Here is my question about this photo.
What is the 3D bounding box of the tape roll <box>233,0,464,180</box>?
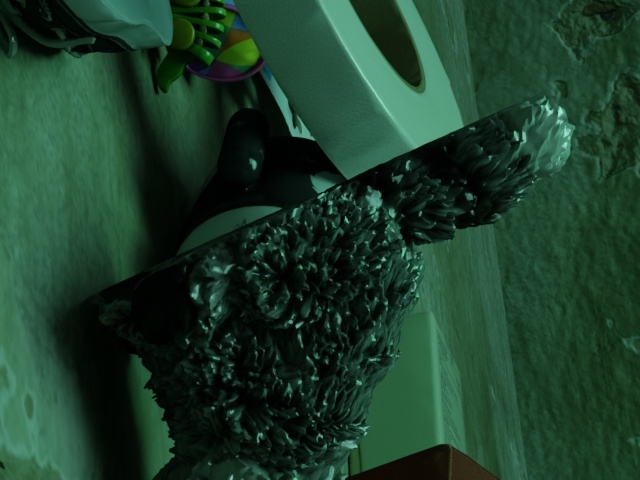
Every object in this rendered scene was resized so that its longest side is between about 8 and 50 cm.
[{"bbox_3d":[0.015,-0.209,1.762,0.392,0.072,0.392,54,18,-26],"label":"tape roll"}]

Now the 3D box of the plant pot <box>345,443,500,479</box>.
[{"bbox_3d":[0.092,0.352,1.821,0.236,0.267,0.267,60,20,-26],"label":"plant pot"}]

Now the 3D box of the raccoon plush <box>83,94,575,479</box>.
[{"bbox_3d":[0.040,0.109,1.435,0.216,0.446,0.299,-121,-174,-88],"label":"raccoon plush"}]

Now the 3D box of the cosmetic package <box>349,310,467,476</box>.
[{"bbox_3d":[0.104,0.257,2.240,0.160,0.113,0.309,63,20,-53],"label":"cosmetic package"}]

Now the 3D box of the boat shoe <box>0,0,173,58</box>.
[{"bbox_3d":[-0.186,-0.186,1.358,0.306,0.105,0.113,1,74,-84],"label":"boat shoe"}]

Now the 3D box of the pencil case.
[{"bbox_3d":[-0.089,-0.257,1.869,0.236,0.104,0.104,-91,164,-47],"label":"pencil case"}]

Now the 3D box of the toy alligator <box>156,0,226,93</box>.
[{"bbox_3d":[-0.106,-0.221,1.734,0.056,0.051,0.190,98,2,-83],"label":"toy alligator"}]

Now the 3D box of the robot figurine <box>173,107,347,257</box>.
[{"bbox_3d":[-0.034,0.014,1.685,0.209,0.173,0.278,34,25,-9],"label":"robot figurine"}]

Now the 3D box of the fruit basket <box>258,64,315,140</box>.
[{"bbox_3d":[0.003,-0.256,2.120,0.327,0.165,0.353,62,24,-53],"label":"fruit basket"}]
